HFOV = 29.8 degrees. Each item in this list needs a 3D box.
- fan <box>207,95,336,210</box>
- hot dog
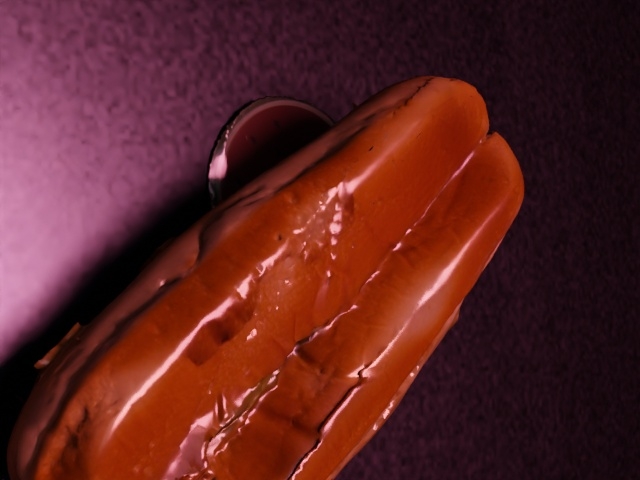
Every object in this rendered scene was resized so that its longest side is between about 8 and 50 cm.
[{"bbox_3d":[0.000,0.000,0.515,0.085,0.005,0.133,-48,115,-34],"label":"fan"},{"bbox_3d":[-0.009,0.028,0.456,0.269,0.072,0.109,-45,115,-31],"label":"hot dog"}]
